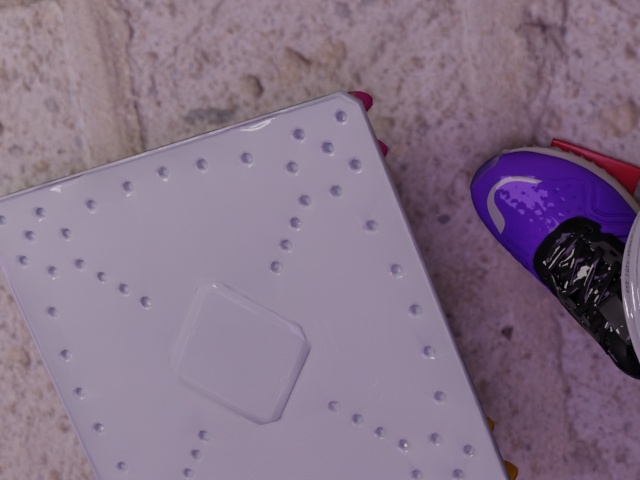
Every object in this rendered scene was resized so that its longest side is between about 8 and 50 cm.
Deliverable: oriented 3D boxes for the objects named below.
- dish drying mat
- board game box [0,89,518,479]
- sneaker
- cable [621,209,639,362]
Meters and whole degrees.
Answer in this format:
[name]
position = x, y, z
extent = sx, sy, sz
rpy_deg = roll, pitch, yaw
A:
[dish drying mat]
position = 0.237, -0.062, 1.609
extent = 0.083, 0.008, 0.032
rpy_deg = 19, 111, 0
[board game box]
position = -0.063, 0.091, 1.625
extent = 0.389, 0.050, 0.390
rpy_deg = -15, 105, 27
[sneaker]
position = 0.250, 0.036, 1.561
extent = 0.293, 0.146, 0.102
rpy_deg = 38, 114, -7
[cable]
position = 0.358, 0.051, 1.508
extent = 0.089, 0.257, 0.257
rpy_deg = -18, 121, 47
